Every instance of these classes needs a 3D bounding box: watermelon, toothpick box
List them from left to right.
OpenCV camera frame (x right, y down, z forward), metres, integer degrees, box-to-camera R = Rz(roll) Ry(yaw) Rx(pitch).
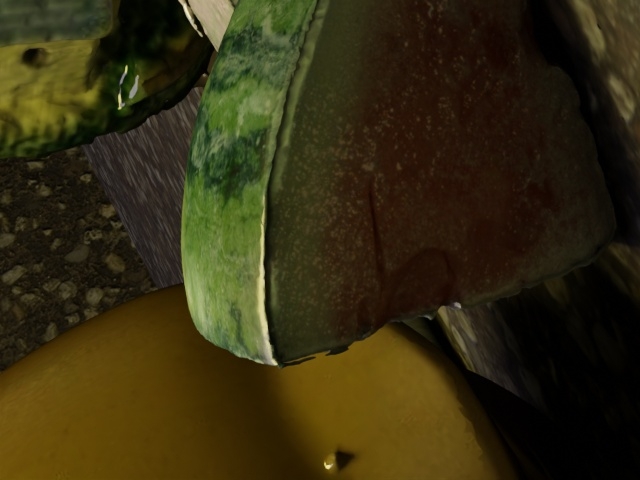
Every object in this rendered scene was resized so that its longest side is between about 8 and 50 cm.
[{"bbox_3d":[-0.048,0.233,0.975,0.409,0.425,0.409,47,-175,-5],"label":"toothpick box"},{"bbox_3d":[0.048,-0.066,0.843,0.213,0.201,0.261,-156,81,-76],"label":"watermelon"}]

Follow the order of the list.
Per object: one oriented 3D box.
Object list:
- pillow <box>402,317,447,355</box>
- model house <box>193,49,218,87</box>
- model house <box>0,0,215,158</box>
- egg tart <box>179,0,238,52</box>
[{"bbox_3d":[0.024,0.046,1.347,0.254,0.078,0.144,60,170,16],"label":"pillow"},{"bbox_3d":[-0.193,-0.246,1.449,0.211,0.204,0.243,129,131,-79],"label":"model house"},{"bbox_3d":[-0.172,-0.257,1.172,0.266,0.261,0.321,116,140,-62],"label":"model house"},{"bbox_3d":[-0.031,-0.161,1.056,0.234,0.094,0.234,58,167,21],"label":"egg tart"}]
